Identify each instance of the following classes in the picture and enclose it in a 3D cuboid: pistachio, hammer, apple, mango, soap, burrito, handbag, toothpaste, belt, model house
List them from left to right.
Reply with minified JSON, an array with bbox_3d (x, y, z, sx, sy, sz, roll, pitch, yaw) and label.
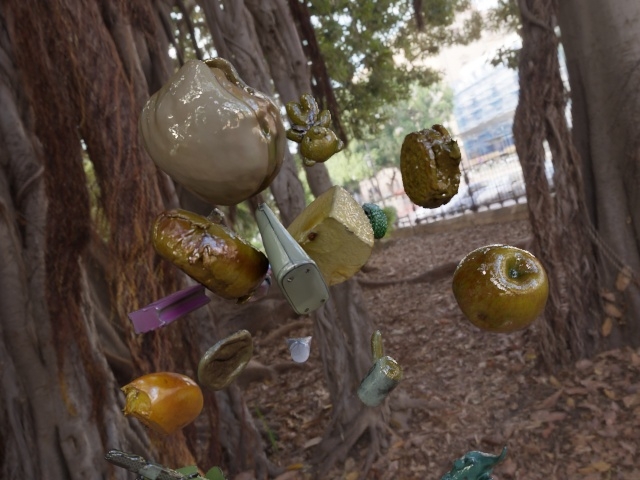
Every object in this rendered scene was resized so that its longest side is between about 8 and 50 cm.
[{"bbox_3d":[-0.352,0.551,1.076,0.205,0.279,0.218,-2,59,63],"label":"model house"},{"bbox_3d":[-0.381,0.410,1.314,0.126,0.153,0.252,13,-16,28],"label":"mango"},{"bbox_3d":[-0.416,0.188,1.454,0.122,0.065,0.203,-18,4,28],"label":"soap"},{"bbox_3d":[-0.394,-0.059,1.861,0.171,0.051,0.042,-40,18,40],"label":"burrito"},{"bbox_3d":[-0.279,-0.275,1.336,0.446,0.364,0.282,19,26,33],"label":"pistachio"},{"bbox_3d":[-0.090,0.026,1.371,0.109,0.241,0.315,-25,47,-4],"label":"handbag"},{"bbox_3d":[-0.065,0.319,1.597,0.090,0.057,0.234,-6,2,-4],"label":"toothpaste"},{"bbox_3d":[0.000,0.000,1.776,0.252,0.313,0.309,-2,-33,-51],"label":"apple"},{"bbox_3d":[0.206,-0.075,2.019,0.079,0.151,0.121,-2,-38,-27],"label":"belt"},{"bbox_3d":[0.215,0.456,1.962,0.201,0.113,0.305,-55,17,28],"label":"hammer"},{"bbox_3d":[0.518,0.132,1.499,0.265,0.264,0.264,-17,2,1],"label":"apple"}]

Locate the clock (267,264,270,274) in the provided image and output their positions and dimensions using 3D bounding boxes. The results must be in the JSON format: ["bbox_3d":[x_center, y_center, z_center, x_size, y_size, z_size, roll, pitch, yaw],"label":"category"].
[{"bbox_3d":[-0.303,0.137,2.313,0.196,0.100,0.194,-16,3,45],"label":"clock"}]

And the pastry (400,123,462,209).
[{"bbox_3d":[0.311,-0.205,1.506,0.132,0.239,0.235,-12,30,-1],"label":"pastry"}]

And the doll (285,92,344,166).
[{"bbox_3d":[-0.028,-0.308,1.422,0.137,0.209,0.097,-27,-14,-3],"label":"doll"}]

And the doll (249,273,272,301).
[{"bbox_3d":[-0.230,0.101,1.680,0.095,0.192,0.149,-19,-33,-42],"label":"doll"}]

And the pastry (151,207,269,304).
[{"bbox_3d":[-0.296,0.041,1.399,0.163,0.356,0.356,-61,11,-9],"label":"pastry"}]

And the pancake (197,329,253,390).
[{"bbox_3d":[-0.389,0.505,2.200,0.050,0.294,0.295,26,28,31],"label":"pancake"}]

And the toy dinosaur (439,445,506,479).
[{"bbox_3d":[0.486,0.720,1.676,0.383,0.129,0.331,-50,-20,20],"label":"toy dinosaur"}]
